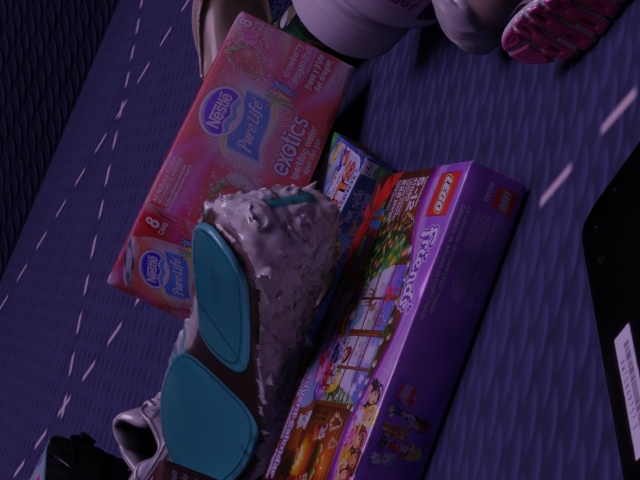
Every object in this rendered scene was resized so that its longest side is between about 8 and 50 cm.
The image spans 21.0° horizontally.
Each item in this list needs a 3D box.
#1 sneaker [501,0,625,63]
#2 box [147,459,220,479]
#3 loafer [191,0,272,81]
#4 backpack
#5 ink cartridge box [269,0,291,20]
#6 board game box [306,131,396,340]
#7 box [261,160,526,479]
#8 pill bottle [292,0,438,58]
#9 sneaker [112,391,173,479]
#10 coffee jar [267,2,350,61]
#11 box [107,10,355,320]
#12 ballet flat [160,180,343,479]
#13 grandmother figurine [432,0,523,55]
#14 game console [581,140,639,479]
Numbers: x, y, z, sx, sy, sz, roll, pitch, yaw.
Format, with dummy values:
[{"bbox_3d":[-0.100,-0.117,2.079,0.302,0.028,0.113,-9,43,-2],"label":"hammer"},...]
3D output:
[{"bbox_3d":[0.206,-0.208,1.349,0.170,0.063,0.074,-46,27,36],"label":"sneaker"},{"bbox_3d":[-0.175,0.399,1.539,0.381,0.143,0.191,-53,22,30],"label":"box"},{"bbox_3d":[-0.092,-0.196,2.018,0.092,0.102,0.268,-146,51,-71],"label":"loafer"},{"bbox_3d":[-0.232,0.305,1.767,0.144,0.166,0.188,-63,15,14],"label":"backpack"},{"bbox_3d":[-0.059,-0.377,2.331,0.223,0.045,0.224,-64,17,5],"label":"ink cartridge box"},{"bbox_3d":[0.000,0.000,1.708,0.201,0.035,0.136,-64,18,6],"label":"board game box"},{"bbox_3d":[0.055,0.083,1.413,0.293,0.057,0.201,-69,18,-9],"label":"box"},{"bbox_3d":[0.095,-0.305,1.608,0.301,0.169,0.169,-47,26,46],"label":"pill bottle"},{"bbox_3d":[-0.156,0.185,1.784,0.090,0.115,0.232,-55,21,31],"label":"sneaker"},{"bbox_3d":[-0.006,-0.228,1.912,0.184,0.096,0.079,-40,28,55],"label":"coffee jar"},{"bbox_3d":[-0.088,-0.070,1.773,0.154,0.142,0.300,-57,9,49],"label":"box"},{"bbox_3d":[-0.051,0.093,1.559,0.409,0.147,0.147,106,175,-53],"label":"ballet flat"},{"bbox_3d":[0.177,-0.276,1.394,0.104,0.208,0.342,62,148,24],"label":"grandmother figurine"},{"bbox_3d":[0.267,0.000,0.948,0.386,0.060,0.342,-89,23,-51],"label":"game console"}]
